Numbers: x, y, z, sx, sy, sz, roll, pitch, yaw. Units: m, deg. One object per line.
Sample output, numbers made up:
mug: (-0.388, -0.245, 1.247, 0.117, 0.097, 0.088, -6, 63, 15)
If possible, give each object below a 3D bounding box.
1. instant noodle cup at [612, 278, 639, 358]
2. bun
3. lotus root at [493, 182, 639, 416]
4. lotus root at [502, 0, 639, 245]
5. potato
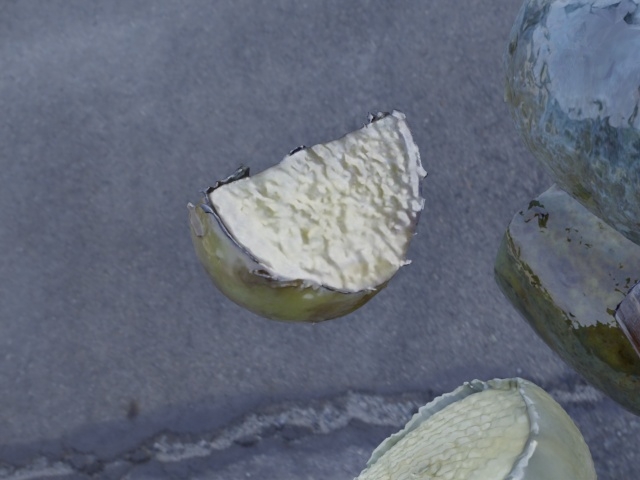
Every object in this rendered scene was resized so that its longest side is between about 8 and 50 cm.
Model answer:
instant noodle cup: (0.392, 0.101, 0.915, 0.217, 0.217, 0.207, -35, 63, 5)
bun: (0.159, 0.332, 1.143, 0.364, 0.202, 0.364, -40, 9, 8)
lotus root: (0.403, 0.077, 1.302, 0.250, 0.250, 0.346, -45, 68, -2)
lotus root: (0.222, -0.073, 0.593, 0.175, 0.175, 0.349, -41, 37, 1)
potato: (0.000, 0.000, 0.612, 0.100, 0.089, 0.172, 48, 46, 11)
